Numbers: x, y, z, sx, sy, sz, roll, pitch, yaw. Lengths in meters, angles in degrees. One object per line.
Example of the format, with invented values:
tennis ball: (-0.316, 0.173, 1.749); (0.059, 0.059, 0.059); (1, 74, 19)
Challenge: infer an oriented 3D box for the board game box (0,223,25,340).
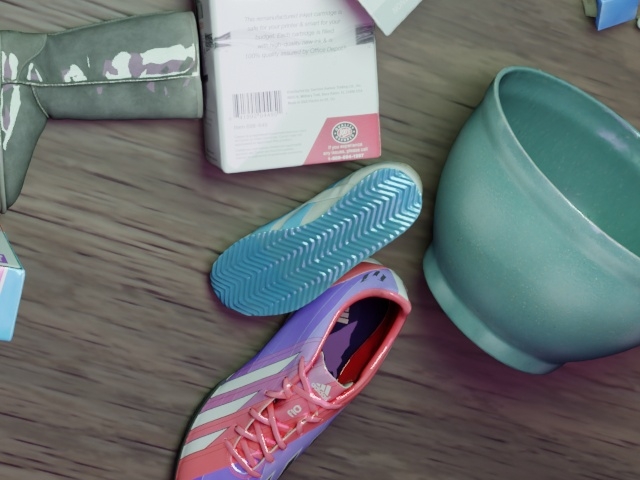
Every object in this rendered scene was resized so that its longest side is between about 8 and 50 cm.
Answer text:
board game box: (-0.426, 0.005, 1.581); (0.317, 0.242, 0.064); (10, 99, -16)

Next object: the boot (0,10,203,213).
boot: (-0.214, -0.120, 1.714); (0.209, 0.076, 0.189); (-2, 103, -22)

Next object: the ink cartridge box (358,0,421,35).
ink cartridge box: (0.053, -0.356, 1.693); (0.275, 0.060, 0.239); (-48, 110, -27)

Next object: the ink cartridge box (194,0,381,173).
ink cartridge box: (-0.034, -0.183, 1.734); (0.159, 0.092, 0.217); (-6, 103, -15)

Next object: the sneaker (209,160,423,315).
sneaker: (0.000, 0.000, 1.780); (0.229, 0.092, 0.087); (-28, 97, 12)

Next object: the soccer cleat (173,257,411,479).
soccer cleat: (-0.029, 0.153, 1.783); (0.109, 0.116, 0.318); (39, 88, -18)

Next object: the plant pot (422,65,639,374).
plant pot: (0.221, 0.004, 1.762); (0.293, 0.293, 0.196); (31, 117, -18)

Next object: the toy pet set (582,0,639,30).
toy pet set: (0.316, -0.263, 1.830); (0.114, 0.065, 0.122); (-19, 104, -12)
